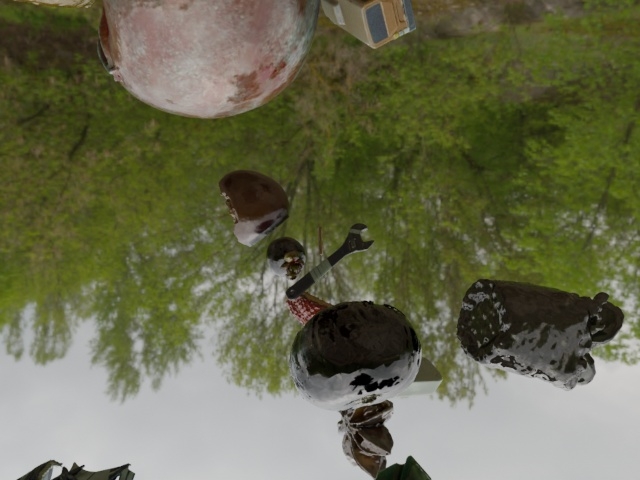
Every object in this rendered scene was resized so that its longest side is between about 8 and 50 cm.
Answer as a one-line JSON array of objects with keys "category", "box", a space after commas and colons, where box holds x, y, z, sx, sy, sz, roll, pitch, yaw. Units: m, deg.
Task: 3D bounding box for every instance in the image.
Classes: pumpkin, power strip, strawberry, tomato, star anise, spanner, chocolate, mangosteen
[{"category": "pumpkin", "box": [0.063, 0.204, 1.042, 0.233, 0.233, 0.163, -4, -122, -19]}, {"category": "power strip", "box": [0.141, 0.328, 1.425, 0.385, 0.062, 0.091, 7, -152, -34]}, {"category": "strawberry", "box": [0.003, 0.232, 1.830, 0.286, 0.106, 0.188, 18, 177, 41]}, {"category": "tomato", "box": [-0.143, -0.311, 0.749, 0.283, 0.316, 0.316, 8, -167, -16]}, {"category": "star anise", "box": [0.116, 0.495, 1.658, 0.108, 0.315, 0.315, 1, -166, -16]}, {"category": "spanner", "box": [0.026, 0.071, 1.759, 0.087, 0.316, 0.024, 50, 180, 27]}, {"category": "chocolate", "box": [-0.131, -0.069, 1.104, 0.127, 0.133, 0.124, -42, -169, -15]}, {"category": "mangosteen", "box": [-0.102, 0.062, 1.915, 0.137, 0.137, 0.151, -7, -148, -27]}]

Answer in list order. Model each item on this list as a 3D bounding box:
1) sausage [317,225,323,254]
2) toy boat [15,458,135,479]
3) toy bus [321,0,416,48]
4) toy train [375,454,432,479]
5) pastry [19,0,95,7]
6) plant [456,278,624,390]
[{"category": "sausage", "box": [0.000, 0.000, 1.902, 0.015, 0.100, 0.015, -3, -170, 1]}, {"category": "toy boat", "box": [-0.603, 0.581, 1.425, 0.292, 0.070, 0.210, -22, -148, -26]}, {"category": "toy bus", "box": [0.072, -0.400, 1.011, 0.103, 0.091, 0.182, -30, -137, -6]}, {"category": "toy train", "box": [0.139, 0.417, 0.854, 0.132, 0.200, 0.083, -40, -174, 29]}, {"category": "pastry", "box": [-0.563, -0.512, 1.096, 0.330, 0.136, 0.329, 11, -157, -5]}, {"category": "plant", "box": [0.420, 0.172, 1.167, 0.276, 0.199, 0.188, 11, -176, -14]}]
